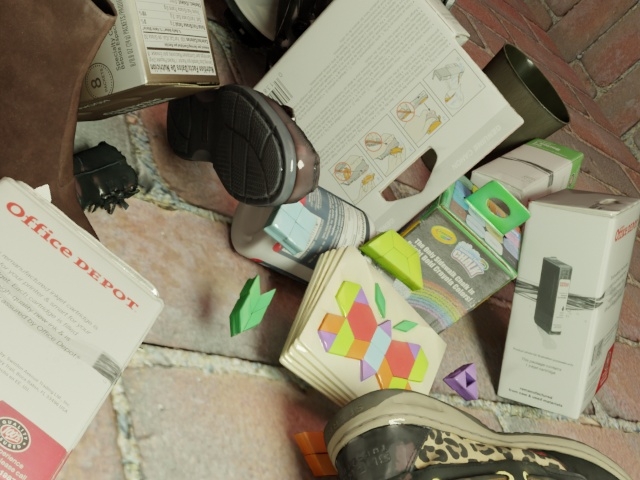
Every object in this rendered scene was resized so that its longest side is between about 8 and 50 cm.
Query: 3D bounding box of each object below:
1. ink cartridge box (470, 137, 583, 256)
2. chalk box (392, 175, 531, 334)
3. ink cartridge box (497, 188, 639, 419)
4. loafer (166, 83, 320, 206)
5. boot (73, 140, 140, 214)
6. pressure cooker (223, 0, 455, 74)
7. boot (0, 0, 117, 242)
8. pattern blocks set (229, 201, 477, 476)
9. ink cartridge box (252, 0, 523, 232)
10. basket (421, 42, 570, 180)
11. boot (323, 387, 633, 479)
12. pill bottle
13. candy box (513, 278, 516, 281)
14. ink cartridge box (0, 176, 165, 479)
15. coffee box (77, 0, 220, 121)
[{"bbox_3d":[0.309,-0.053,1.308,0.093,0.160,0.219,28,34,30],"label":"ink cartridge box"},{"bbox_3d":[0.163,0.005,1.046,0.132,0.213,0.132,43,29,-9],"label":"chalk box"},{"bbox_3d":[0.342,0.074,1.138,0.114,0.272,0.197,14,15,28],"label":"ink cartridge box"},{"bbox_3d":[-0.068,-0.108,0.858,0.095,0.109,0.302,-2,18,-30],"label":"loafer"},{"bbox_3d":[-0.232,-0.076,0.793,0.121,0.045,0.099,56,31,1],"label":"boot"},{"bbox_3d":[0.027,-0.439,1.232,0.369,0.376,0.420,64,16,-16],"label":"pressure cooker"},{"bbox_3d":[-0.223,-0.102,0.667,0.248,0.207,0.090,50,29,4],"label":"boot"},{"bbox_3d":[0.051,0.110,0.853,0.325,0.026,0.285,32,54,-29],"label":"pattern blocks set"},{"bbox_3d":[0.063,-0.151,1.021,0.261,0.296,0.066,52,29,8],"label":"ink cartridge box"},{"bbox_3d":[0.293,-0.199,1.461,0.154,0.227,0.204,29,33,-30],"label":"basket"},{"bbox_3d":[0.183,0.299,0.716,0.378,0.138,0.284,28,29,-28],"label":"boot"},{"bbox_3d":[0.000,0.000,0.945,0.180,0.108,0.108,28,34,-33],"label":"pill bottle"},{"bbox_3d":[0.408,0.043,1.477,0.165,0.070,0.196,42,29,-10],"label":"candy box"},{"bbox_3d":[-0.224,0.073,0.571,0.159,0.092,0.218,41,31,-11],"label":"ink cartridge box"},{"bbox_3d":[-0.221,-0.274,0.803,0.119,0.168,0.297,-19,99,-60],"label":"coffee box"}]
